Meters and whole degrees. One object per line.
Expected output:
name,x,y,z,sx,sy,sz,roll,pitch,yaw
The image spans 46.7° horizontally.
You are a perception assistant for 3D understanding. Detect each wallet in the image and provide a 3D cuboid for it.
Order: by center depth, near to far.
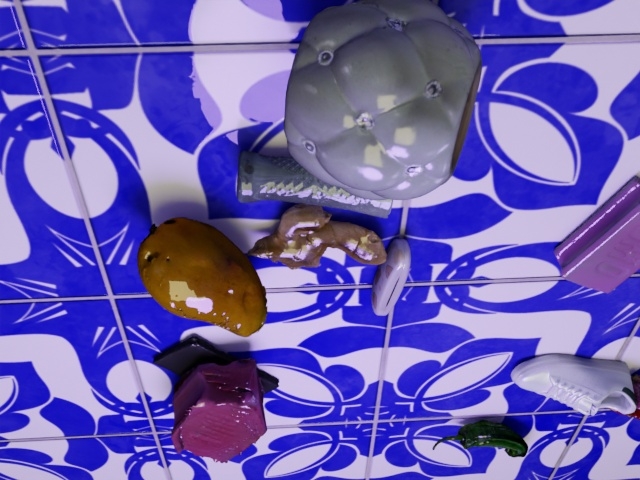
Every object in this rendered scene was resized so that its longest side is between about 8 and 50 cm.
wallet,-0.205,0.267,1.480,0.124,0.025,0.244,-29,135,28

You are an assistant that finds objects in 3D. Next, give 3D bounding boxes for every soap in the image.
soap,0.496,-0.004,1.217,0.122,0.065,0.203,16,133,-22
soap,-0.196,0.330,1.453,0.182,0.112,0.289,16,138,-25

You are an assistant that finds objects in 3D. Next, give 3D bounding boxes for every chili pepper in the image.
chili pepper,0.395,0.463,1.726,0.279,0.065,0.122,20,129,-31

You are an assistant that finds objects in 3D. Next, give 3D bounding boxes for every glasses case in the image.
glasses case,0.118,0.064,1.258,0.041,0.063,0.164,6,137,-11

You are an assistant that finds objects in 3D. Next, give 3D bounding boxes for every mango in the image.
mango,-0.174,0.065,1.152,0.151,0.156,0.248,-8,137,34

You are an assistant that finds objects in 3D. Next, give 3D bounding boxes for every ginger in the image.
ginger,0.002,0.008,1.192,0.214,0.059,0.133,19,125,-26

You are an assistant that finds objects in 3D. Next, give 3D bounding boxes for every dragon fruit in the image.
dragon fruit,0.693,0.334,1.605,0.102,0.096,0.147,17,166,-9

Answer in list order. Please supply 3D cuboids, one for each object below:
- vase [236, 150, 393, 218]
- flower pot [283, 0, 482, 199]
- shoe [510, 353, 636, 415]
vase,-0.009,-0.085,1.062,0.220,0.096,0.096,3,138,-4
flower pot,0.077,-0.164,0.866,0.195,0.246,0.246,17,139,12
shoe,0.533,0.305,1.534,0.265,0.110,0.095,1,139,-11
